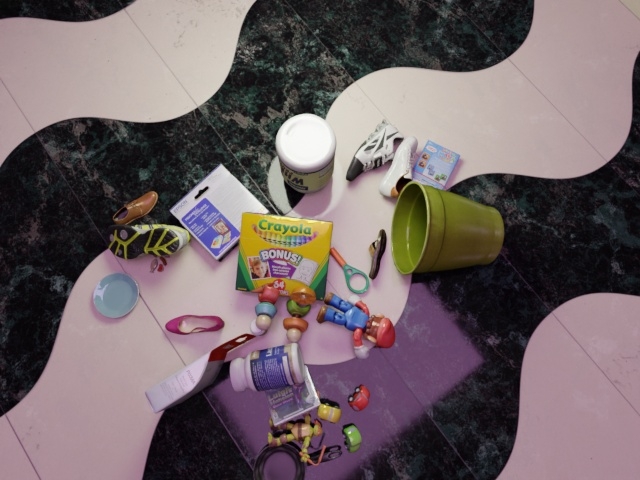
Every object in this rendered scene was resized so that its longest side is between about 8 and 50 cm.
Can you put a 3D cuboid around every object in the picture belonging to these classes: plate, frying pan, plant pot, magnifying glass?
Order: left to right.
[{"bbox_3d":[-0.842,0.226,1.824,0.187,0.024,0.188,0,76,-1],"label":"plate"},{"bbox_3d":[-0.102,0.828,1.668,0.326,0.053,0.197,-37,79,-10],"label":"frying pan"},{"bbox_3d":[0.116,0.124,1.853,0.092,0.026,0.231,-38,81,-8],"label":"magnifying glass"},{"bbox_3d":[0.509,-0.035,1.751,0.352,0.366,0.367,5,76,-12],"label":"plant pot"}]

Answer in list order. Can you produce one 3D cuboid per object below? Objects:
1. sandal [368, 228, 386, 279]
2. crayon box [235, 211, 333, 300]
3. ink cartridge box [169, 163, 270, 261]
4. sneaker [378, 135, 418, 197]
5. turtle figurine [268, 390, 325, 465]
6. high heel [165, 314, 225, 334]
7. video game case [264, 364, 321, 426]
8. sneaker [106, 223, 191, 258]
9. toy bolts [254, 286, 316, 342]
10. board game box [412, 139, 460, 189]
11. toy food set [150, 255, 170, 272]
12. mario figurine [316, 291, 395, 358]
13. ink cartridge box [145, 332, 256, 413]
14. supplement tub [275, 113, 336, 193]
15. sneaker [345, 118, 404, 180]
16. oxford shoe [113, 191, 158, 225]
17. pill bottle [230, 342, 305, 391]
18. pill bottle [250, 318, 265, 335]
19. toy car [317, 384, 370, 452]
[{"bbox_3d":[0.229,0.054,1.850,0.060,0.090,0.220,12,83,25],"label":"sandal"},{"bbox_3d":[-0.144,0.059,1.774,0.362,0.106,0.314,6,97,2],"label":"crayon box"},{"bbox_3d":[-0.428,-0.119,1.888,0.303,0.072,0.307,-44,78,-9],"label":"ink cartridge box"},{"bbox_3d":[0.371,-0.309,1.898,0.123,0.105,0.290,24,86,40],"label":"sneaker"},{"bbox_3d":[-0.085,0.713,1.675,0.217,0.087,0.270,-2,52,4],"label":"turtle figurine"},{"bbox_3d":[-0.507,0.335,1.750,0.243,0.117,0.082,3,77,0],"label":"high heel"},{"bbox_3d":[-0.114,0.596,1.700,0.190,0.022,0.173,-23,50,-5],"label":"video game case"},{"bbox_3d":[-0.717,0.002,1.830,0.384,0.147,0.145,6,99,19],"label":"sneaker"},{"bbox_3d":[-0.137,0.279,1.685,0.228,0.218,0.159,17,55,-13],"label":"toy bolts"},{"bbox_3d":[0.501,-0.320,1.951,0.160,0.039,0.212,28,79,7],"label":"board game box"},{"bbox_3d":[-0.676,0.079,1.861,0.077,0.019,0.122,6,76,1],"label":"toy food set"},{"bbox_3d":[0.144,0.340,1.756,0.320,0.170,0.198,27,96,3],"label":"mario figurine"},{"bbox_3d":[-0.405,0.477,1.619,0.384,0.308,0.091,-29,78,-8],"label":"ink cartridge box"},{"bbox_3d":[-0.056,-0.339,1.807,0.235,0.325,0.236,0,76,0],"label":"supplement tub"},{"bbox_3d":[0.242,-0.371,1.920,0.146,0.122,0.331,36,79,10],"label":"sneaker"},{"bbox_3d":[-0.790,-0.139,1.886,0.212,0.076,0.076,-42,78,-11],"label":"oxford shoe"},{"bbox_3d":[-0.202,0.493,1.690,0.264,0.153,0.153,-13,77,3],"label":"pill bottle"},{"bbox_3d":[-0.245,0.345,1.749,0.065,0.116,0.065,0,76,-1],"label":"pill bottle"},{"bbox_3d":[0.115,0.696,1.671,0.238,0.053,0.225,-13,90,-28],"label":"toy car"}]
